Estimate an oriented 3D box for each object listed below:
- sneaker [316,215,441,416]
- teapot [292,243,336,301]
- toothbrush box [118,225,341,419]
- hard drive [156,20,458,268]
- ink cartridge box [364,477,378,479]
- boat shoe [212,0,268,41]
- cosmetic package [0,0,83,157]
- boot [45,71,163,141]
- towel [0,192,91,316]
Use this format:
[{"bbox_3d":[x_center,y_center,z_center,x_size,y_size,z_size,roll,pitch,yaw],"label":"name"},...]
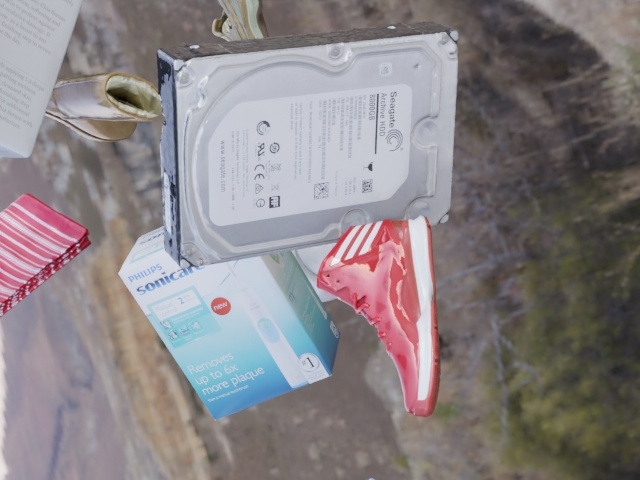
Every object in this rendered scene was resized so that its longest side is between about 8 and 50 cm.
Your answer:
[{"bbox_3d":[0.062,0.083,1.351,0.087,0.128,0.221,74,-166,-64],"label":"sneaker"},{"bbox_3d":[0.000,0.000,2.168,0.187,0.252,0.256,-162,68,-69],"label":"teapot"},{"bbox_3d":[-0.134,0.098,1.934,0.296,0.216,0.126,61,-161,-20],"label":"toothbrush box"},{"bbox_3d":[-0.008,-0.109,1.389,0.064,0.338,0.237,39,132,55],"label":"hard drive"},{"bbox_3d":[0.030,0.481,1.422,0.166,0.395,0.285,28,170,6],"label":"ink cartridge box"},{"bbox_3d":[-0.114,-0.298,1.731,0.190,0.072,0.068,78,170,-51],"label":"boat shoe"},{"bbox_3d":[-0.488,-0.372,1.850,0.161,0.230,0.453,5,73,39],"label":"cosmetic package"},{"bbox_3d":[-0.347,-0.224,2.150,0.269,0.236,0.089,5,85,47],"label":"boot"},{"bbox_3d":[-0.565,0.034,2.238,0.198,0.275,0.031,29,149,32],"label":"towel"}]
